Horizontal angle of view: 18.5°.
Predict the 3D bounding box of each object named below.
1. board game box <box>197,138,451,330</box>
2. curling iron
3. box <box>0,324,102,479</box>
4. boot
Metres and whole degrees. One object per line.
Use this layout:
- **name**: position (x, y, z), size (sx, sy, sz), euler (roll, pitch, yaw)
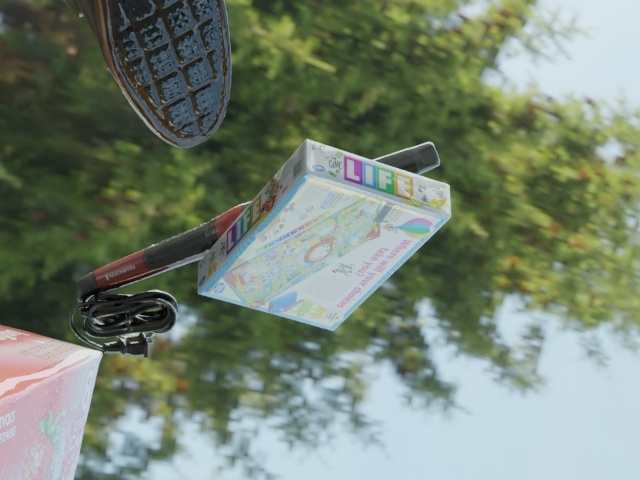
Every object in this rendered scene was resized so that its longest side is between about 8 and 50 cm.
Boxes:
- **board game box**: position (0.000, 0.000, 1.263), size (0.154, 0.103, 0.026), euler (-46, -145, 46)
- **curling iron**: position (-0.045, -0.001, 1.330), size (0.274, 0.068, 0.035), euler (-28, -150, 4)
- **box**: position (-0.173, 0.099, 0.517), size (0.142, 0.300, 0.154), euler (14, -84, 7)
- **boot**: position (-0.121, -0.159, 1.122), size (0.082, 0.219, 0.106), euler (-32, -149, -19)
